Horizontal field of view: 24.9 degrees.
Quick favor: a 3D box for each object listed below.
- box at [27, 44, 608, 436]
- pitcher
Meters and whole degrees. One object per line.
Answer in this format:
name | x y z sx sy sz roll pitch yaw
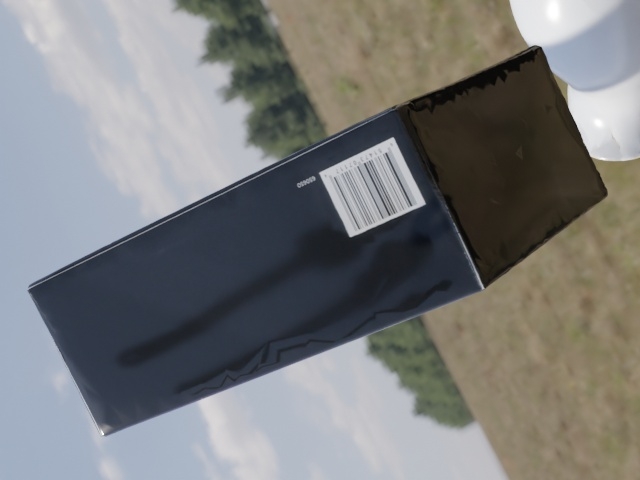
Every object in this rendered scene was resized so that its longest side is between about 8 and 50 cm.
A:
box | 0.000 0.000 0.801 0.184 0.261 0.103 -33 -82 -56
pitcher | 0.206 -0.184 1.068 0.207 0.125 0.178 57 -157 -55
